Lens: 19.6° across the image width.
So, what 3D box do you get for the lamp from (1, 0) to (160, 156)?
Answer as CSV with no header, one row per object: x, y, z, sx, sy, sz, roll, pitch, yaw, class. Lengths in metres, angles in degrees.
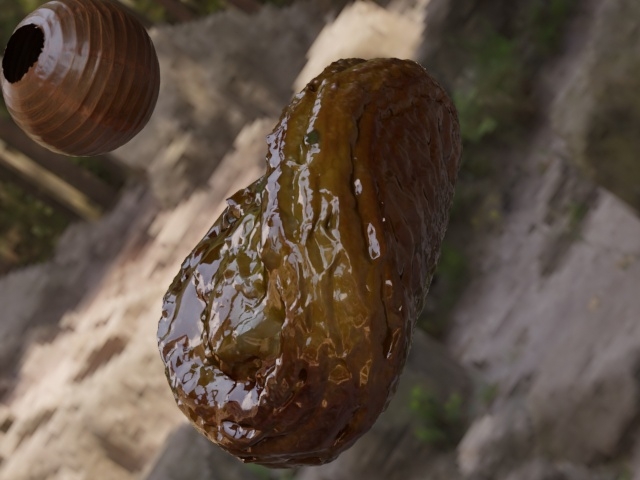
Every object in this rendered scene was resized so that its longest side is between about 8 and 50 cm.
-0.198,-0.136,1.541,0.136,0.136,0.136,-55,6,9,lamp

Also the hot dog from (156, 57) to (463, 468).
0.000,0.000,1.427,0.267,0.174,0.387,-51,10,33,hot dog
